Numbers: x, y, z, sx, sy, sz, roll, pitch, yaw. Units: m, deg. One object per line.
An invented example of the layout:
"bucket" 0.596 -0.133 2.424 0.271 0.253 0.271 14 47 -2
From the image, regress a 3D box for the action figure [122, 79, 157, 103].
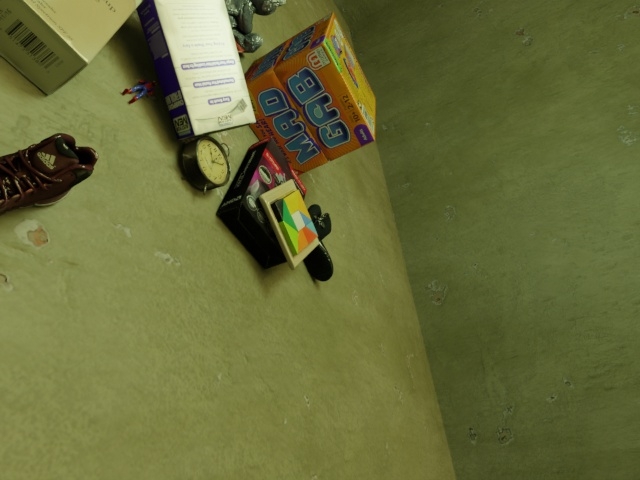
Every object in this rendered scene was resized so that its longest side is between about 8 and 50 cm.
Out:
"action figure" -0.411 -0.350 0.950 0.038 0.030 0.115 53 27 -24

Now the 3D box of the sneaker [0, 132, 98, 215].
"sneaker" -0.424 -0.092 0.550 0.106 0.162 0.281 64 24 -14

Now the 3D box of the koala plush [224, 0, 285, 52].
"koala plush" -0.218 -0.777 1.335 0.203 0.221 0.196 19 55 -60

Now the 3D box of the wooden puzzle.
"wooden puzzle" -0.076 -0.056 1.190 0.221 0.044 0.239 67 23 -12

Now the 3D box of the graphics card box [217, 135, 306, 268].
"graphics card box" -0.158 -0.124 1.236 0.233 0.094 0.371 56 29 -31

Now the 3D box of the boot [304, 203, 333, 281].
"boot" 0.000 0.000 1.473 0.247 0.094 0.207 60 29 -7

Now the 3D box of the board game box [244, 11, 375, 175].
"board game box" -0.036 -0.510 1.466 0.357 0.356 0.356 54 28 -32

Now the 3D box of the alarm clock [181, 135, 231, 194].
"alarm clock" -0.282 -0.203 1.050 0.129 0.064 0.192 66 30 -24

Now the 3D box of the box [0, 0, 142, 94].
"box" -0.469 -0.433 0.769 0.148 0.121 0.311 47 33 -41

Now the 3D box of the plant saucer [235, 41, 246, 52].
"plant saucer" -0.349 -0.740 1.359 0.259 0.047 0.259 64 25 -14

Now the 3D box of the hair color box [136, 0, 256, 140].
"hair color box" -0.298 -0.433 0.996 0.185 0.110 0.339 -27 110 -39
